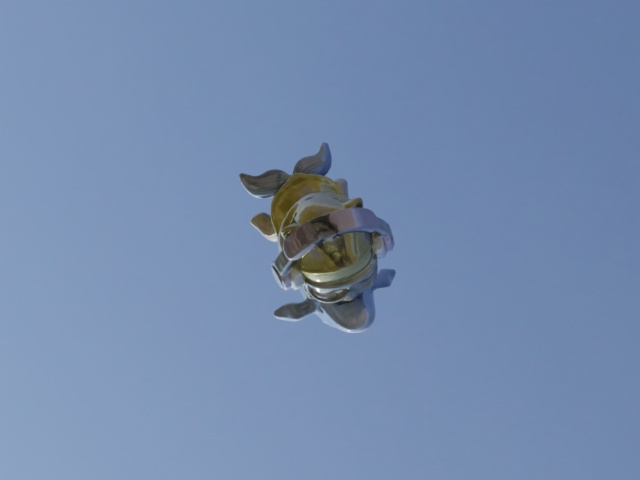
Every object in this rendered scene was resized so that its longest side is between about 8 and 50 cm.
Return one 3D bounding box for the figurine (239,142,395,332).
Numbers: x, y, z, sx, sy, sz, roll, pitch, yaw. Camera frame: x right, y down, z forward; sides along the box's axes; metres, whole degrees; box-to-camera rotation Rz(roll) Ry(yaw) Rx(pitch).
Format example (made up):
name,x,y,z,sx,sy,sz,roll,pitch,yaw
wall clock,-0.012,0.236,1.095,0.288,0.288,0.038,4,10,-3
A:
name,x,y,z,sx,sy,sz,roll,pitch,yaw
figurine,0.000,0.000,1.783,0.128,0.184,0.208,-22,-114,-9
